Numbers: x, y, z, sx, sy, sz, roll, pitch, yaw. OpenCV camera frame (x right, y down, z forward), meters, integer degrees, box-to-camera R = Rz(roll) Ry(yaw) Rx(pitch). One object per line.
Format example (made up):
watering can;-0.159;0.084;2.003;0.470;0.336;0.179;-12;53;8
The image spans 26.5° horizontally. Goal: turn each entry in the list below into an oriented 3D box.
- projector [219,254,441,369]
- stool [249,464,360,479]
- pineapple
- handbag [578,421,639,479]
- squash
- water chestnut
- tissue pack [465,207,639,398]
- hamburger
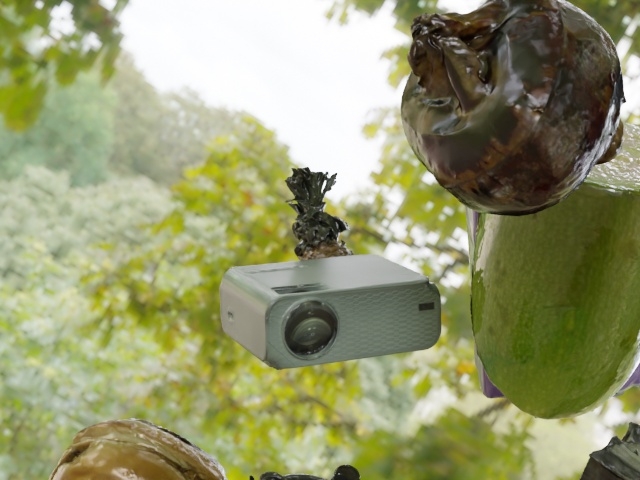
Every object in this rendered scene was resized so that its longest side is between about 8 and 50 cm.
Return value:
projector;0.011;0.095;1.843;0.250;0.108;0.198;-5;11;-22
stool;0.004;0.325;1.392;0.228;0.153;0.139;33;-41;8
pineapple;0.000;0.000;2.166;0.125;0.251;0.125;-11;-15;-3
handbag;0.319;0.379;1.241;0.327;0.325;0.162;41;20;23
squash;0.292;0.038;1.554;0.233;0.309;0.210;6;29;-7
water chestnut;0.173;-0.134;1.308;0.238;0.224;0.223;28;2;-32
tissue pack;0.333;0.055;1.938;0.242;0.338;0.160;-6;25;4
hamburger;-0.312;0.448;2.241;0.284;0.304;0.174;24;30;-14
